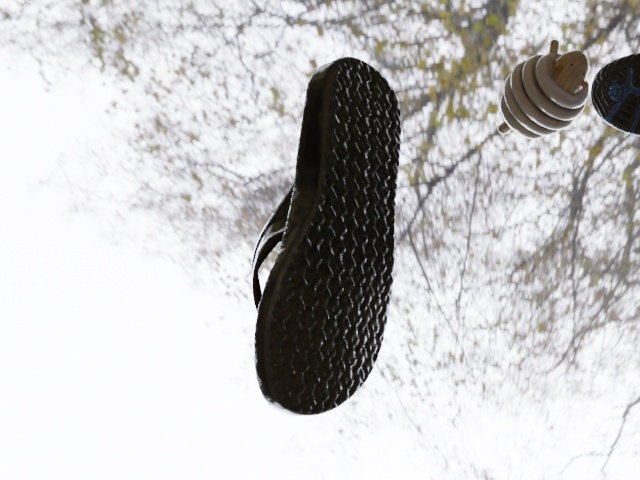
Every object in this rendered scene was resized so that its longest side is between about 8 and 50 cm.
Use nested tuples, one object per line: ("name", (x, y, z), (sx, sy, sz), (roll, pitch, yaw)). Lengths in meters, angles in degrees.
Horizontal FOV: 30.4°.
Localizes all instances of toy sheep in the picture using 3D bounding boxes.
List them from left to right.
("toy sheep", (0.227, -0.148, 1.202), (0.091, 0.132, 0.091), (15, -127, -21))

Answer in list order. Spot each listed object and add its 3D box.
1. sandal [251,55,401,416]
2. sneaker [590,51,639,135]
("sandal", (0.002, 0.000, 1.324), (0.107, 0.167, 0.446), (-20, -133, 42))
("sneaker", (0.344, -0.135, 1.038), (0.211, 0.081, 0.080), (-1, -83, 35))
